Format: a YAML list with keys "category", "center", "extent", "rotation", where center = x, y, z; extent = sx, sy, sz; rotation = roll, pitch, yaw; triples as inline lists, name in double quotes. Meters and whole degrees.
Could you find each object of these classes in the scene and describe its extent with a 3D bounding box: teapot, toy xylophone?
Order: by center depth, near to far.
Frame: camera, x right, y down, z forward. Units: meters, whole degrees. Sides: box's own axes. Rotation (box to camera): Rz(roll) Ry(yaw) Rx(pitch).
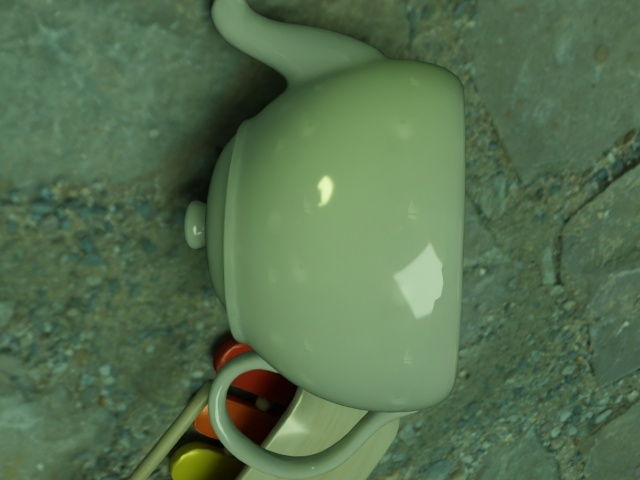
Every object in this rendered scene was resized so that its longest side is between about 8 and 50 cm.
- category: "teapot"
  center: [0.000, 0.000, 0.605]
  extent: [0.187, 0.255, 0.252]
  rotation: [1, 146, 6]
- category: "toy xylophone"
  center: [-0.072, 0.203, 0.752]
  extent: [0.322, 0.081, 0.236]
  rotation: [-48, 127, 4]
